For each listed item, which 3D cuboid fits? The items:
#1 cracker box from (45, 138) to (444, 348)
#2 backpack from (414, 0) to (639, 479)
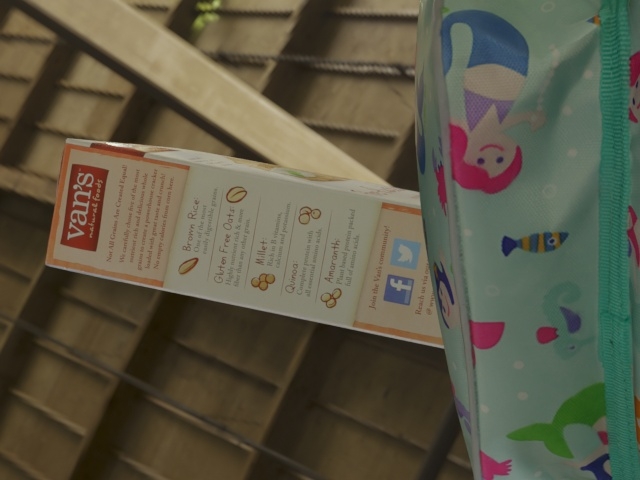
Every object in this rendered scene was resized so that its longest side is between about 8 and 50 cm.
[{"bbox_3d":[0.000,0.000,0.660,0.232,0.156,0.067,10,-85,10],"label":"cracker box"},{"bbox_3d":[0.128,-0.039,0.423,0.191,0.225,0.253,2,-141,14],"label":"backpack"}]
